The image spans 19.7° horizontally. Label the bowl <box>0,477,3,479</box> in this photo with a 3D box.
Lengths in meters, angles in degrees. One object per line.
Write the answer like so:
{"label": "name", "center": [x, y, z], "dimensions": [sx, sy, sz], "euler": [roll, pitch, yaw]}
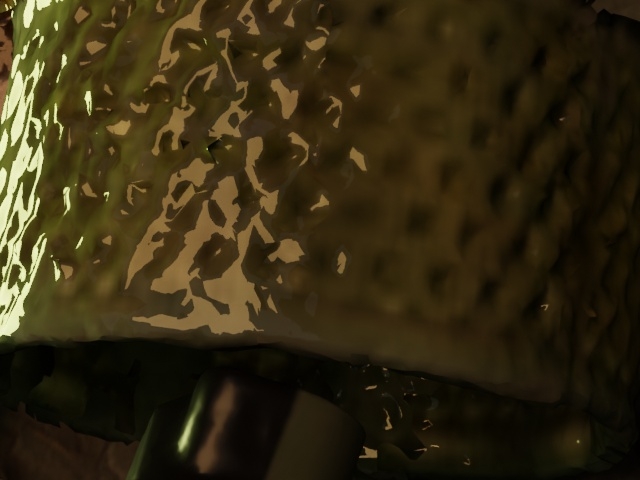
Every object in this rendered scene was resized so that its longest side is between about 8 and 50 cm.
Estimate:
{"label": "bowl", "center": [-0.210, 0.192, 0.848], "dimensions": [0.086, 0.189, 0.189], "euler": [131, 141, -58]}

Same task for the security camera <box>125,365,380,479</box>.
{"label": "security camera", "center": [0.041, 0.183, 0.636], "dimensions": [0.277, 0.197, 0.191], "euler": [21, 72, -5]}

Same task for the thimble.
{"label": "thimble", "center": [0.000, 0.000, 0.716], "dimensions": [0.271, 0.271, 0.150], "euler": [-2, 72, 30]}

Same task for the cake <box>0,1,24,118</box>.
{"label": "cake", "center": [-0.088, -0.075, 0.905], "dimensions": [0.295, 0.113, 0.116], "euler": [-25, 84, 8]}

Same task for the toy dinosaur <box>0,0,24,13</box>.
{"label": "toy dinosaur", "center": [-0.228, -0.217, 1.048], "dimensions": [0.393, 0.092, 0.205], "euler": [18, 86, 26]}
